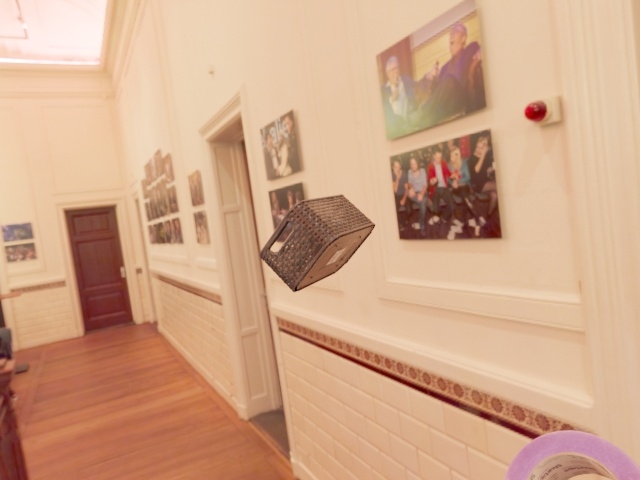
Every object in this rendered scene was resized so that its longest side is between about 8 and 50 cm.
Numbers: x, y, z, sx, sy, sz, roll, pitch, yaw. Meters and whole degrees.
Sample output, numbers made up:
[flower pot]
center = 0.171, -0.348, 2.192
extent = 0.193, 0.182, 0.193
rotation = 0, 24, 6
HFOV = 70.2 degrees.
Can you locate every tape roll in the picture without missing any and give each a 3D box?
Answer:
[tape roll]
center = 0.343, 0.356, 0.590
extent = 0.080, 0.189, 0.189
rotation = 40, -24, -28

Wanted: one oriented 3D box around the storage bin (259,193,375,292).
[storage bin]
center = 0.000, 0.000, 0.756
extent = 0.122, 0.084, 0.180
rotation = -53, -16, 25
